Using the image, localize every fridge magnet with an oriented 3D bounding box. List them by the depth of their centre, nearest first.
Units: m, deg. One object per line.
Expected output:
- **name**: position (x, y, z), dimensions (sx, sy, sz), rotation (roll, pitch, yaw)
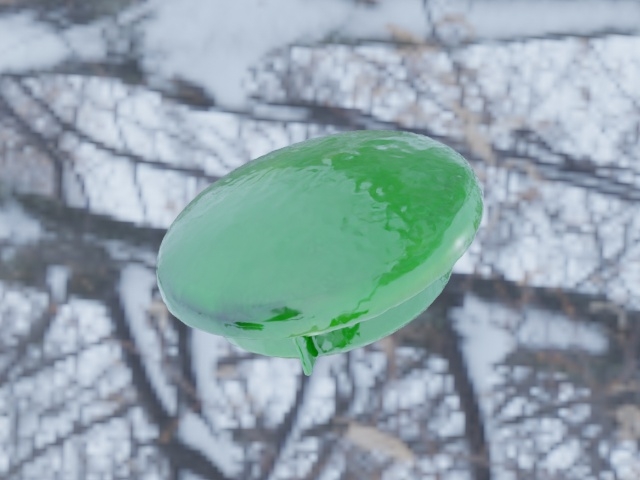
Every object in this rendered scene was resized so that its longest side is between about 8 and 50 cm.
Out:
- **fridge magnet**: position (0.000, 0.000, 1.124), dimensions (0.208, 0.208, 0.088), rotation (-118, -171, -59)
